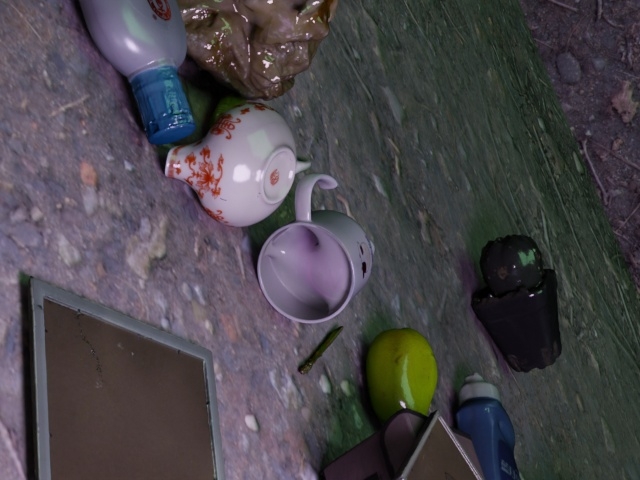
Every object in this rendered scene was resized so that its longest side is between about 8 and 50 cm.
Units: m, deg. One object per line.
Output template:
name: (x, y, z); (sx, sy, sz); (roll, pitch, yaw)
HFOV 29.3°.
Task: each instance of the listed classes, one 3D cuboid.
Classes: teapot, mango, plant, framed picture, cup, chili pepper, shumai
teapot: (-0.086, -0.096, 1.566); (0.245, 0.116, 0.159); (-1, 95, -61)
mango: (0.117, 0.197, 1.770); (0.117, 0.089, 0.163); (53, 29, -28)
plant: (0.367, 0.114, 2.284); (0.164, 0.141, 0.256); (-30, 107, -65)
framed picture: (-0.194, 0.182, 1.253); (0.293, 0.018, 0.231); (32, 42, -51)
cup: (-0.008, 0.009, 1.638); (0.174, 0.134, 0.142); (57, 24, -2)
framed picture: (0.153, 0.301, 1.455); (0.150, 0.015, 0.203); (56, 22, -3)
chili pepper: (-0.124, -0.169, 1.661); (0.049, 0.043, 0.208); (42, 32, -19)
shumai: (-0.058, -0.354, 1.671); (0.314, 0.262, 0.267); (30, 38, -52)

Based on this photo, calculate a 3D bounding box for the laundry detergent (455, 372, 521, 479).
laundry detergent: (0.271, 0.348, 1.943); (0.143, 0.094, 0.290); (42, 35, -41)

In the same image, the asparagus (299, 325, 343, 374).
asparagus: (0.002, 0.149, 1.673); (0.166, 0.013, 0.016); (-43, 150, -63)

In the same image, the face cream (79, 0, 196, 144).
face cream: (-0.231, -0.281, 1.495); (0.163, 0.080, 0.337); (1, 68, -62)

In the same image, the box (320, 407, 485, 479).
box: (0.127, 0.369, 1.531); (0.188, 0.153, 0.252); (30, 34, -49)
